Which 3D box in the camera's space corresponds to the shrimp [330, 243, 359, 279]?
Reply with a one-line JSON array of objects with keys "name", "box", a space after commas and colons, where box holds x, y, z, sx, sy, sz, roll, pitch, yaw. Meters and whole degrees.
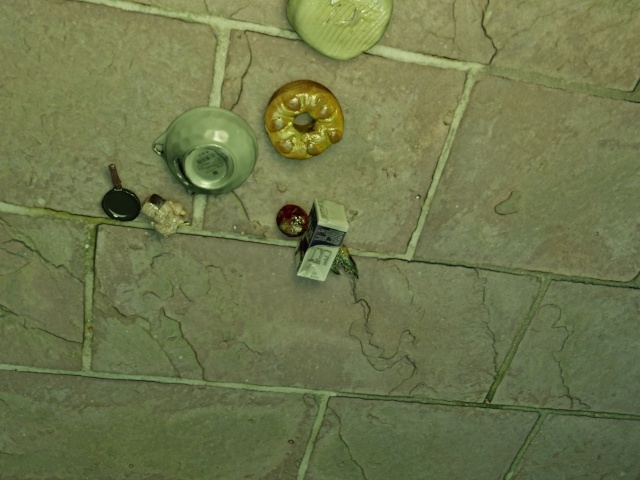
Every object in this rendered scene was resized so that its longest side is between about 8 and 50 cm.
[{"name": "shrimp", "box": [0.070, 0.078, 2.188, 0.091, 0.034, 0.161, -38, 120, 0]}]

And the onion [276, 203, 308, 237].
[{"name": "onion", "box": [-0.084, -0.061, 2.051, 0.107, 0.097, 0.107, 8, 106, 28]}]

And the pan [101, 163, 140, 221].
[{"name": "pan", "box": [-0.598, -0.145, 1.958, 0.115, 0.040, 0.212, -3, 131, -4]}]

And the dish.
[{"name": "dish", "box": [-0.317, -0.233, 1.887, 0.303, 0.120, 0.302, -4, 124, -6]}]

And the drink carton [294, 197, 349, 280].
[{"name": "drink carton", "box": [0.000, 0.000, 2.071, 0.102, 0.134, 0.222, 12, 122, -17]}]

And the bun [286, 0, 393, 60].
[{"name": "bun", "box": [0.053, -0.592, 1.662, 0.273, 0.168, 0.272, -1, 138, -1]}]

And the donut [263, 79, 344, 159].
[{"name": "donut", "box": [-0.046, -0.338, 1.850, 0.227, 0.113, 0.226, -3, 124, -4]}]

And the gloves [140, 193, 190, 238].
[{"name": "gloves", "box": [-0.471, -0.074, 1.991, 0.094, 0.110, 0.144, -39, 91, 27]}]
